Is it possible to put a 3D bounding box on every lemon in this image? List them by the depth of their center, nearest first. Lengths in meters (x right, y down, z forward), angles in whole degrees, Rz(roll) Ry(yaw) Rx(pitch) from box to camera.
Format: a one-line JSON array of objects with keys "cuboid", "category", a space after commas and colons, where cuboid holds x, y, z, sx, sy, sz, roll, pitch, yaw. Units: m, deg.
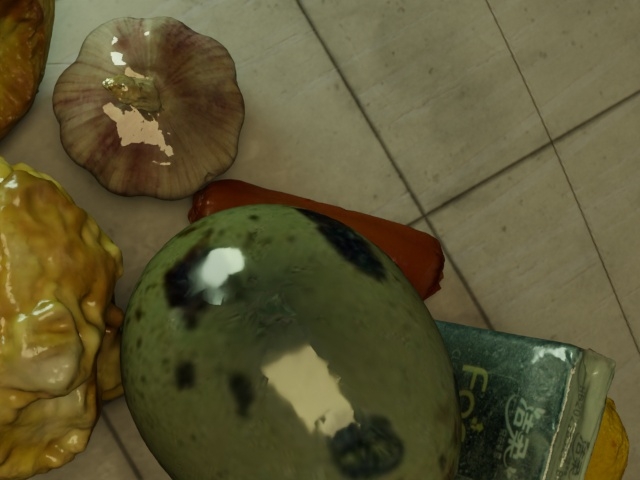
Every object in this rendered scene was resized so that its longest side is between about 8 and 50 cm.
[{"cuboid": [0.294, 0.271, 1.355, 0.181, 0.180, 0.193, 31, 100, -2], "category": "lemon"}]

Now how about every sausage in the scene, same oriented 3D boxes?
[{"cuboid": [0.000, 0.001, 1.392, 0.348, 0.094, 0.097, 15, 80, -6], "category": "sausage"}]

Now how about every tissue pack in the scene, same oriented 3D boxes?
[{"cuboid": [0.179, 0.219, 1.287, 0.103, 0.316, 0.228, 23, 80, -39], "category": "tissue pack"}]

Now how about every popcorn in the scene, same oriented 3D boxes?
[{"cuboid": [-0.397, 0.088, 1.204, 0.390, 0.344, 0.354, 39, 76, -5], "category": "popcorn"}]

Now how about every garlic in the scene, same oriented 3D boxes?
[{"cuboid": [-0.216, -0.171, 1.309, 0.245, 0.253, 0.245, 0, 85, -1], "category": "garlic"}]

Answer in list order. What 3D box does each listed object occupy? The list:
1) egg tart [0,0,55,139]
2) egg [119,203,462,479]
[{"cuboid": [-0.470, -0.240, 1.268, 0.150, 0.352, 0.352, 36, 79, 25], "category": "egg tart"}, {"cuboid": [-0.030, 0.153, 1.197, 0.345, 0.345, 0.428, -39, 62, -10], "category": "egg"}]
